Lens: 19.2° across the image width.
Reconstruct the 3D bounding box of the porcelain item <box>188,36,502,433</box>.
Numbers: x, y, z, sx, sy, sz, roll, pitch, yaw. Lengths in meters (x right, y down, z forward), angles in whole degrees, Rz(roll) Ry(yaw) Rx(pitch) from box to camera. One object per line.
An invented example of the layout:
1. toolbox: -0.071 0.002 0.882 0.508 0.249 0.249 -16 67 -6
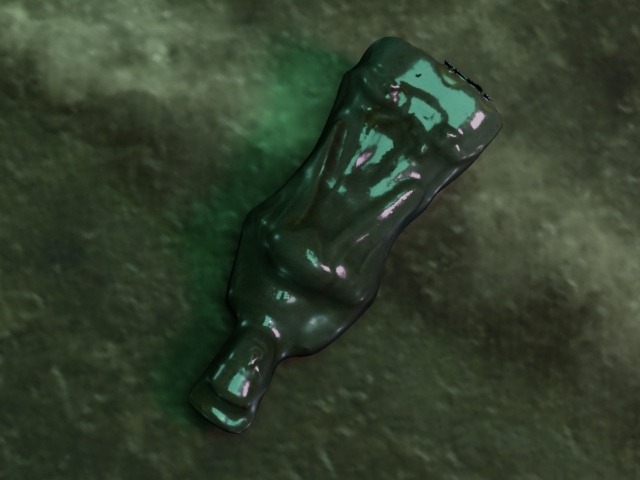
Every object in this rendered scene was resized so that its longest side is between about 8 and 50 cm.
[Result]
1. porcelain item: 0.000 0.000 0.962 0.081 0.069 0.215 37 77 -5
